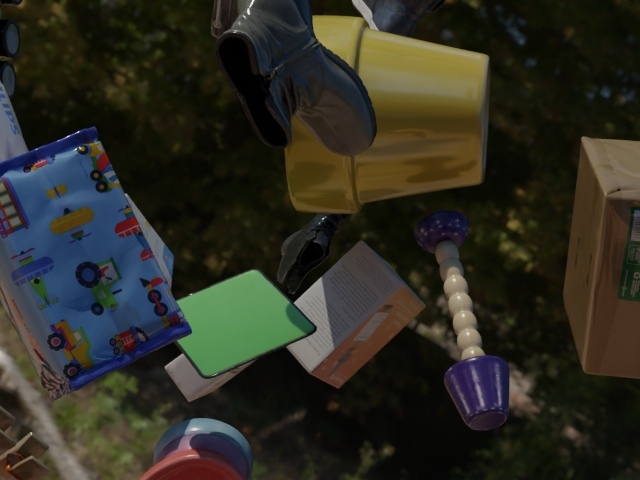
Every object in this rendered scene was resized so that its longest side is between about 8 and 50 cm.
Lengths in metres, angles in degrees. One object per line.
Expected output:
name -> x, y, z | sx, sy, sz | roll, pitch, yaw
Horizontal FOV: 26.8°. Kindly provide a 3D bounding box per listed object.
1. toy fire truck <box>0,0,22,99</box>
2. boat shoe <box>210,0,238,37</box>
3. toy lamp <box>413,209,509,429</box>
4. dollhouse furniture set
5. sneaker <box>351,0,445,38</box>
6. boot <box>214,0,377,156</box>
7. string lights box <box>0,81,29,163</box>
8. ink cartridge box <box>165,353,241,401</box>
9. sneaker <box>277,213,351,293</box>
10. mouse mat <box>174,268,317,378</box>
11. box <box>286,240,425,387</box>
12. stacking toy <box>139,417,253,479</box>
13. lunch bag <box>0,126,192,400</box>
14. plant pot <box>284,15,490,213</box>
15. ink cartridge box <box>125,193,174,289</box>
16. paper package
toy fire truck -> -0.527, -0.311, 1.820 | 0.158, 0.217, 0.246 | 2, -9, 10
boat shoe -> -0.086, -0.361, 1.514 | 0.102, 0.301, 0.108 | 10, 37, 8
toy lamp -> 0.169, 0.095, 1.592 | 0.080, 0.080, 0.274 | 29, 38, -41
dollhouse furniture set -> -0.513, 0.355, 1.926 | 0.259, 0.135, 0.262 | 47, 13, -30
sneaker -> 0.127, -0.387, 2.026 | 0.086, 0.163, 0.226 | 24, 24, -23
boot -> -0.030, -0.142, 1.345 | 0.083, 0.161, 0.246 | -13, -51, 26
string lights box -> -0.436, -0.084, 1.366 | 0.133, 0.260, 0.077 | 67, 14, 2
ink cartridge box -> -0.162, 0.194, 2.378 | 0.082, 0.191, 0.139 | 54, 14, 7
sneaker -> -0.002, -0.002, 1.948 | 0.051, 0.170, 0.089 | 46, 0, -22
mouse mat -> -0.107, 0.098, 1.633 | 0.190, 0.153, 0.007 | 41, -32, 55
box -> 0.039, 0.102, 1.807 | 0.091, 0.170, 0.130 | 47, 4, 23
stacking toy -> -0.130, 0.388, 1.788 | 0.309, 0.279, 0.130 | 36, 20, -17
lunch bag -> -0.279, 0.045, 1.361 | 0.221, 0.138, 0.293 | 64, -29, 1
plant pot -> 0.091, -0.155, 1.699 | 0.239, 0.254, 0.254 | 3, -2, 8
ink cartridge box -> -0.266, 0.017, 1.743 | 0.143, 0.090, 0.092 | 57, 20, -34
paper package -> 0.509, 0.025, 2.195 | 0.168, 0.324, 0.309 | 3, 23, 1
